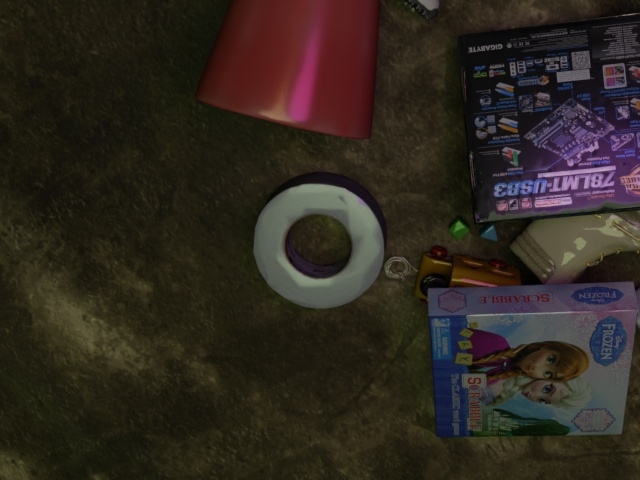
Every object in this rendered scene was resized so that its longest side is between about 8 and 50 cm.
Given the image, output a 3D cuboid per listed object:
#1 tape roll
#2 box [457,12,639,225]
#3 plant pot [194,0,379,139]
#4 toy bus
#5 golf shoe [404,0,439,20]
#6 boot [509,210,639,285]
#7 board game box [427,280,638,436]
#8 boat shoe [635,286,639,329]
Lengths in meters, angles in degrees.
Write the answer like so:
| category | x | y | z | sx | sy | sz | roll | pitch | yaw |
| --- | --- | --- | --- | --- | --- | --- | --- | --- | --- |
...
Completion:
| category | x | y | z | sx | sy | sz | roll | pitch | yaw |
| --- | --- | --- | --- | --- | --- | --- | --- | --- | --- |
| tape roll | 0.000 | 0.000 | 1.806 | 0.219 | 0.072 | 0.219 | 2 | 108 | 5 |
| box | 0.367 | -0.181 | 1.659 | 0.295 | 0.073 | 0.294 | -6 | 87 | 7 |
| plant pot | -0.031 | -0.298 | 1.626 | 0.274 | 0.275 | 0.243 | 14 | 99 | 2 |
| toy bus | 0.231 | 0.079 | 1.788 | 0.202 | 0.104 | 0.191 | -32 | 101 | 15 |
| golf shoe | 0.119 | -0.461 | 1.630 | 0.120 | 0.105 | 0.273 | -32 | 102 | 8 |
| boot | 0.456 | 0.017 | 1.738 | 0.262 | 0.095 | 0.203 | 37 | 108 | 5 |
| board game box | 0.339 | 0.201 | 1.769 | 0.317 | 0.066 | 0.319 | -3 | 134 | 7 |
| boat shoe | 0.638 | 0.061 | 1.738 | 0.301 | 0.108 | 0.102 | -41 | 116 | 16 |
